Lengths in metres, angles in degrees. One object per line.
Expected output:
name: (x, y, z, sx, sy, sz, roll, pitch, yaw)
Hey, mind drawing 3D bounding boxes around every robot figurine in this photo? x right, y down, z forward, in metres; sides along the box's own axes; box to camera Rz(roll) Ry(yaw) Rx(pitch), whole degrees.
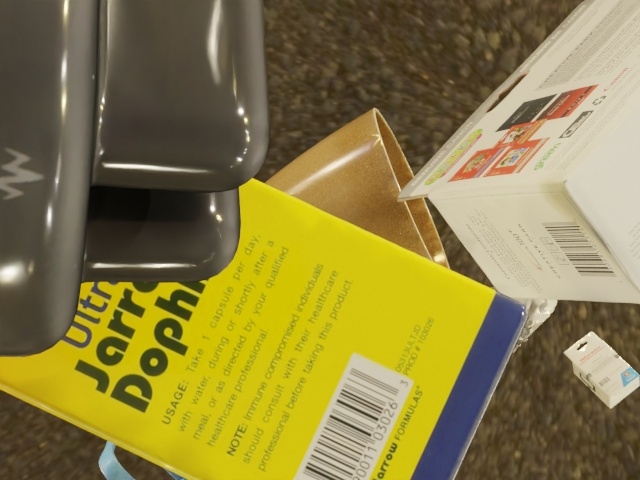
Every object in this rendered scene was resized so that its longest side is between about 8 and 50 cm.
robot figurine: (-0.158, -0.048, 0.402, 0.278, 0.173, 0.209, 3, 112, -13)

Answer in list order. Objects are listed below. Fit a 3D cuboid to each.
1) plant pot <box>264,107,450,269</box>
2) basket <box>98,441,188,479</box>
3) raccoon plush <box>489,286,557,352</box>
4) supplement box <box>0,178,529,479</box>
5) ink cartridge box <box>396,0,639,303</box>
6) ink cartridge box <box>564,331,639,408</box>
plant pot: (0.000, 0.000, 1.620, 0.254, 0.237, 0.237, -24, 90, 10)
basket: (-0.180, 0.357, 1.797, 0.201, 0.255, 0.289, -40, 99, 3)
raccoon plush: (0.041, 0.111, 1.681, 0.299, 0.216, 0.446, 44, 104, 1)
supplement box: (-0.066, 0.063, 0.935, 0.356, 0.194, 0.195, 25, 84, 3)
ink cartridge box: (0.257, -0.097, 1.179, 0.309, 0.272, 0.130, -45, 108, -19)
ink cartridge box: (0.337, 0.154, 1.610, 0.048, 0.028, 0.083, -35, 54, -11)
